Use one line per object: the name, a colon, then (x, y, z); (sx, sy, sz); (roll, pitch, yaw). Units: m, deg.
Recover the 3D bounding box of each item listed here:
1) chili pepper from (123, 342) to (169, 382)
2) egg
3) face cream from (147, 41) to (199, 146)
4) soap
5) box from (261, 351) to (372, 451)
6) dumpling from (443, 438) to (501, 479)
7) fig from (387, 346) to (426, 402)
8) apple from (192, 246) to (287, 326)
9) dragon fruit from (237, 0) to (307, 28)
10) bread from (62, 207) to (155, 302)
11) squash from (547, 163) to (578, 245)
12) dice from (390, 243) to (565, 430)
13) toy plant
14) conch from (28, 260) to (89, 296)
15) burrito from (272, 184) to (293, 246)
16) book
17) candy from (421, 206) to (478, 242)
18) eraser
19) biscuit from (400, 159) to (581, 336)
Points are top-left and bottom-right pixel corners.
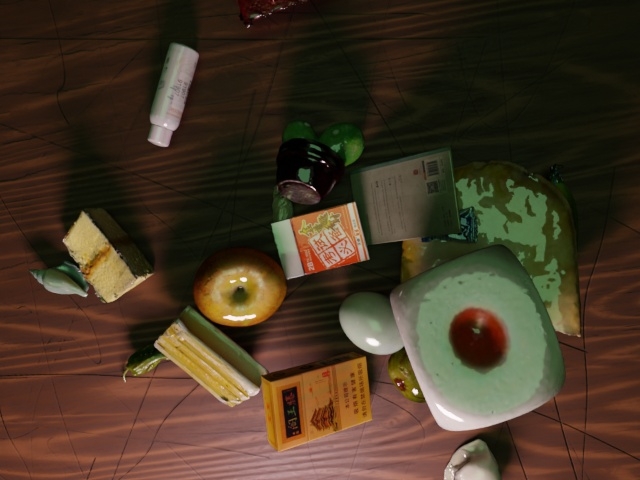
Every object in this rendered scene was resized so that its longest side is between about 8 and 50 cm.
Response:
chili pepper: (-0.477, 0.330, 1.276); (0.204, 0.072, 0.073); (-23, 93, 3)
egg: (0.138, 0.211, 1.197); (0.192, 0.149, 0.149); (26, 93, 7)
face cream: (-0.400, -0.385, 1.244); (0.082, 0.082, 0.269); (17, 93, 3)
soap: (-0.286, 0.306, 1.207); (0.274, 0.089, 0.173); (42, 134, -8)
box: (-0.006, 0.404, 1.188); (0.274, 0.076, 0.174); (-7, 91, -28)
dumpling: (0.402, 0.633, 1.232); (0.150, 0.092, 0.177); (-6, 97, 17)
fig: (0.304, 0.317, 1.226); (0.259, 0.151, 0.151); (-25, 90, -23)
apple: (-0.207, 0.117, 1.208); (0.234, 0.173, 0.210); (17, 95, -7)
dragon fruit: (-0.087, -0.717, 1.204); (0.343, 0.100, 0.282); (-22, 89, 1)
bread: (-0.595, 0.054, 1.243); (0.178, 0.135, 0.240); (-37, 92, 4)
squash: (0.615, -0.030, 1.194); (0.087, 0.087, 0.332); (-3, 92, 4)
dice: (0.320, 0.199, 0.985); (0.277, 0.304, 0.304); (-25, 77, 10)
toy plant: (-0.010, -0.214, 1.192); (0.218, 0.175, 0.235); (15, 67, 9)
conch: (-0.727, 0.107, 1.296); (0.180, 0.088, 0.065); (21, 137, -4)
burrito: (-0.101, -0.061, 1.255); (0.058, 0.045, 0.188); (-2, 95, 19)
book: (0.207, -0.103, 1.171); (0.282, 0.025, 0.215); (-6, 91, 37)
candy: (0.316, -0.039, 1.140); (0.136, 0.038, 0.088); (0, 88, 21)
eraser: (0.000, 0.000, 1.218); (0.230, 0.038, 0.157); (-14, 99, 5)
biscuit: (0.415, 0.021, 1.184); (0.429, 0.104, 0.446); (-4, 90, 18)
